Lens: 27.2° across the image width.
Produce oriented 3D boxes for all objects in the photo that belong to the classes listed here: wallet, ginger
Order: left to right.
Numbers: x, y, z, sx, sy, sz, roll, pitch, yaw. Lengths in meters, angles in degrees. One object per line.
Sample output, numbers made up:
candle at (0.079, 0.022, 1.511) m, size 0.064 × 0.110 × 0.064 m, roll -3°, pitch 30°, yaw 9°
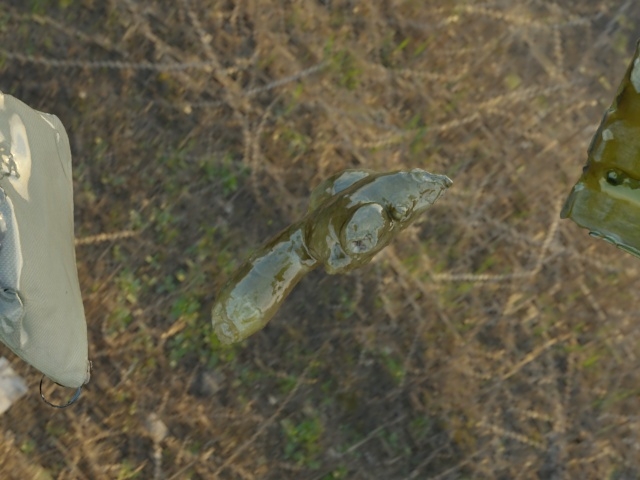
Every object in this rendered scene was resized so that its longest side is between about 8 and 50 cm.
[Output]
wallet at (-0.316, -0.002, 1.423) m, size 0.068 × 0.275 × 0.335 m, roll -8°, pitch 74°, yaw 6°
ginger at (-0.002, 0.006, 1.074) m, size 0.214 × 0.133 × 0.059 m, roll -42°, pitch 114°, yaw -13°

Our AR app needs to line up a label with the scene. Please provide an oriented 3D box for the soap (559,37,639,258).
soap at (0.363, -0.039, 1.007) m, size 0.315 × 0.199 × 0.091 m, roll 24°, pitch 46°, yaw 11°
